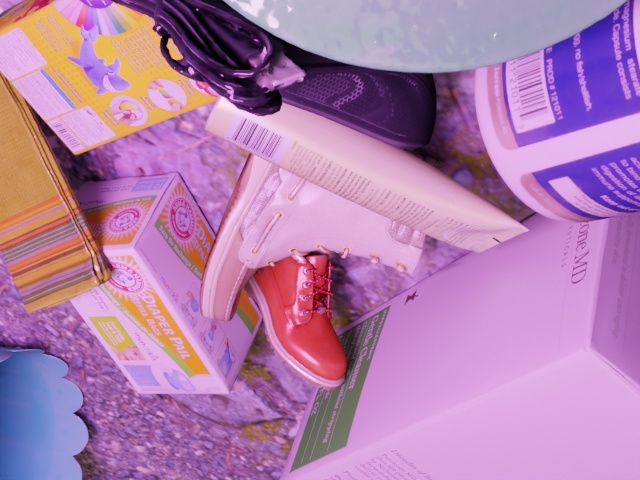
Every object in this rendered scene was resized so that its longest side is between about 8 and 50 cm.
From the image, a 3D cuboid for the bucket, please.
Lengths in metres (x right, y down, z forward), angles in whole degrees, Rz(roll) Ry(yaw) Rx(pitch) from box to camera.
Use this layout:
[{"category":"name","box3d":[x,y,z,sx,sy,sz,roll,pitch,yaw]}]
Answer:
[{"category":"bucket","box3d":[-0.423,0.247,1.209,0.183,0.281,0.281,6,136,22]}]

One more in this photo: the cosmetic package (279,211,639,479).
[{"category":"cosmetic package","box3d":[0.148,0.123,0.876,0.155,0.197,0.365,37,135,-16]}]

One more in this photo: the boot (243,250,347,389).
[{"category":"boot","box3d":[-0.013,0.055,0.933,0.084,0.059,0.158,-43,70,35]}]

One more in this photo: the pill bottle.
[{"category":"pill bottle","box3d":[0.231,-0.104,0.594,0.153,0.153,0.265,44,148,-23]}]

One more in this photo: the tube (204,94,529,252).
[{"category":"tube","box3d":[0.033,-0.054,0.769,0.240,0.070,0.062,28,115,-6]}]

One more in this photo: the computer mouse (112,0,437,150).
[{"category":"computer mouse","box3d":[-0.005,-0.129,0.686,0.188,0.272,0.072,41,109,35]}]

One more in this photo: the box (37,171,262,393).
[{"category":"box","box3d":[-0.156,0.045,0.993,0.114,0.103,0.203,-5,132,28]}]

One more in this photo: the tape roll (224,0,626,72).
[{"category":"tape roll","box3d":[0.054,-0.248,0.516,0.321,0.077,0.321,1,112,3]}]

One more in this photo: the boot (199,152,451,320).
[{"category":"boot","box3d":[0.000,0.000,0.866,0.165,0.077,0.213,22,113,-5]}]

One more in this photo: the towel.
[{"category":"towel","box3d":[-0.270,-0.055,0.899,0.102,0.021,0.237,-23,95,29]}]

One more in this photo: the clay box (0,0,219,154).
[{"category":"clay box","box3d":[-0.150,-0.155,0.817,0.222,0.053,0.127,-15,127,33]}]
